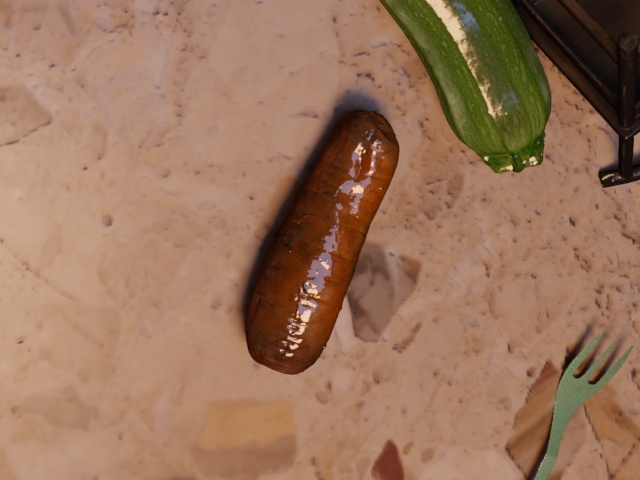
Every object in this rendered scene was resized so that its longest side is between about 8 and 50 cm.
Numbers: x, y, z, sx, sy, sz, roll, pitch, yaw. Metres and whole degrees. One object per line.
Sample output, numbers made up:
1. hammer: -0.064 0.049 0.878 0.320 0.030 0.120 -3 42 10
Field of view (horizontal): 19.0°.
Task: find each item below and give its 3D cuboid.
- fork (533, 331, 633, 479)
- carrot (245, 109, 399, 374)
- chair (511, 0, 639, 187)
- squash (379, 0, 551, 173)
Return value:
1. fork: 0.157 0.171 1.396 0.039 0.021 0.235 24 99 -22
2. carrot: 0.000 0.000 1.259 0.060 0.060 0.186 18 97 -25
3. chair: 0.214 -0.156 1.252 0.154 0.260 0.141 -37 72 -4
4. squash: 0.090 -0.135 1.241 0.077 0.068 0.219 -31 116 -1
